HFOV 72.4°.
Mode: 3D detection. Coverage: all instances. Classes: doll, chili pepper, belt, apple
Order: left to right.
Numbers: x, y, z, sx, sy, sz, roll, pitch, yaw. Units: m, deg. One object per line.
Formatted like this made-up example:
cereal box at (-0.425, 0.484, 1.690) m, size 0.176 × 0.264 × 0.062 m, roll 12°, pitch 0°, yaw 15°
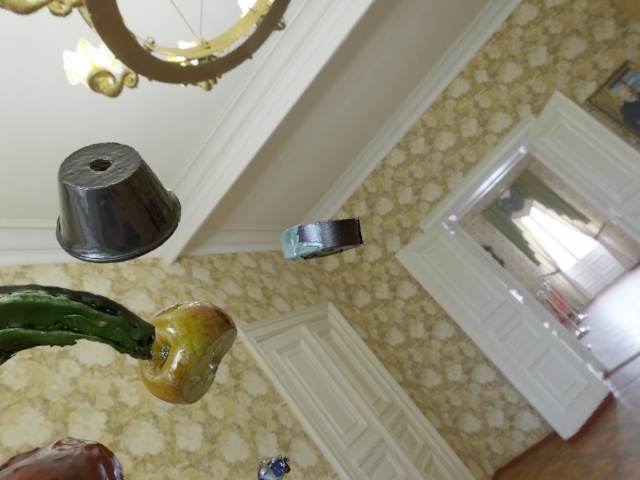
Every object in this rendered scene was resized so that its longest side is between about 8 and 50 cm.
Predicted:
chili pepper at (-0.240, 0.091, 0.284) m, size 0.279 × 0.122 × 0.065 m, roll -31°, pitch -41°, yaw -67°
apple at (-0.247, 0.203, 0.818) m, size 0.173 × 0.160 × 0.195 m, roll 21°, pitch -80°, yaw -58°
doll at (-0.122, 0.575, 1.087) m, size 0.096 × 0.070 × 0.195 m, roll -48°, pitch -24°, yaw -17°
belt at (0.000, 0.000, 1.031) m, size 0.199 × 0.078 × 0.151 m, roll -12°, pitch -7°, yaw 17°

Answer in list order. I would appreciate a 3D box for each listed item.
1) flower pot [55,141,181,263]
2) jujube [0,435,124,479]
flower pot at (-0.444, -0.100, 0.931) m, size 0.269 × 0.269 × 0.166 m, roll -29°, pitch -38°, yaw -30°
jujube at (-0.287, 0.352, 0.483) m, size 0.174 × 0.250 × 0.174 m, roll -25°, pitch -11°, yaw -5°
